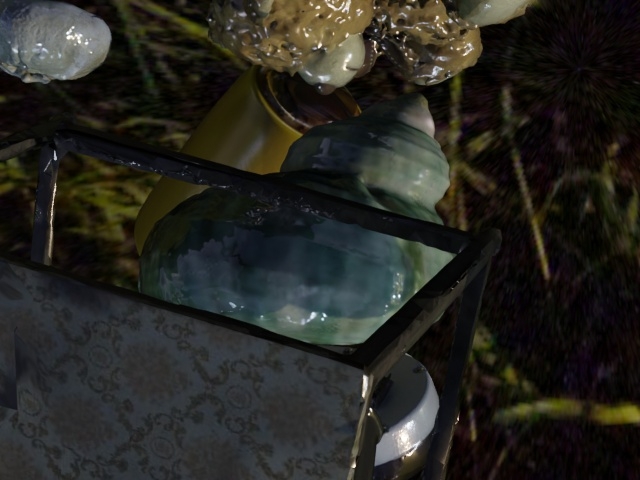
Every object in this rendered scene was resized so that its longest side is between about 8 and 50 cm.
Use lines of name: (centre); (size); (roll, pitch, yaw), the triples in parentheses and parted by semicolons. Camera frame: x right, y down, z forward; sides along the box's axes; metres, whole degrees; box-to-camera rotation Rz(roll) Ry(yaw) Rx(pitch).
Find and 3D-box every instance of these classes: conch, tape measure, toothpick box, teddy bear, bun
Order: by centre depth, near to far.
conch: (0.000, 0.000, 1.105); (0.277, 0.220, 0.195); (-52, 131, -7)
teddy bear: (0.030, -0.209, 1.249); (0.256, 0.267, 0.156); (-17, 85, -15)
bun: (-0.285, -0.202, 1.504); (0.141, 0.141, 0.083); (10, 85, 9)
toothpick box: (-0.070, -0.064, 1.569); (0.175, 0.175, 0.271); (39, 125, 4)
tape measure: (0.045, 0.195, 1.637); (0.181, 0.182, 0.107); (-5, 120, 24)

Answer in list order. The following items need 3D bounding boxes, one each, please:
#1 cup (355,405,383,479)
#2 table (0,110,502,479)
cup: (-0.020, 0.217, 1.425); (0.169, 0.223, 0.176); (23, 55, -1)
table: (-0.096, 0.085, 0.916); (0.335, 0.272, 0.222); (17, 111, 18)
